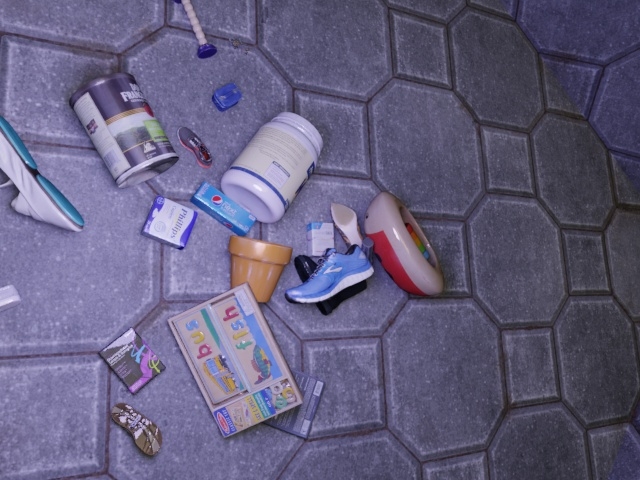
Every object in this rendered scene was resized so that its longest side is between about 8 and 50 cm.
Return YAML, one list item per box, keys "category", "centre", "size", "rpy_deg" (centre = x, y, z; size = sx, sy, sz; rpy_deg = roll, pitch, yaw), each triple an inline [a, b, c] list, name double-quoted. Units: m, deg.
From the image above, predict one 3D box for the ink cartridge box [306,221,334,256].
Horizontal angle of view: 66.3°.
- category: "ink cartridge box"
  centre: [0.000, 0.000, 1.772]
  size: [0.088, 0.052, 0.122]
  rpy_deg: [3, 77, -26]

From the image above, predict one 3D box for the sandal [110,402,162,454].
- category: "sandal"
  centre: [-0.526, 0.537, 1.409]
  size: [0.180, 0.049, 0.072]
  rpy_deg: [41, 58, 2]

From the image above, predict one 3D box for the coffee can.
- category: "coffee can"
  centre: [-0.580, -0.323, 1.460]
  size: [0.201, 0.201, 0.275]
  rpy_deg: [-31, 95, -28]

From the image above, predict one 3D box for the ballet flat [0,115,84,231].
- category: "ballet flat"
  centre: [-0.824, -0.159, 1.360]
  size: [0.139, 0.139, 0.400]
  rpy_deg: [-39, 94, -27]

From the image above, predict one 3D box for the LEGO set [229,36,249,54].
- category: "LEGO set"
  centre: [-0.300, -0.708, 1.781]
  size: [0.083, 0.023, 0.054]
  rpy_deg: [49, 65, -25]

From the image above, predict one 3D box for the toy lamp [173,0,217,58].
- category: "toy lamp"
  centre: [-0.444, -0.770, 1.687]
  size: [0.080, 0.080, 0.275]
  rpy_deg: [-22, 91, -28]

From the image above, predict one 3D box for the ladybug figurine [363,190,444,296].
- category: "ladybug figurine"
  centre: [0.304, 0.033, 1.822]
  size: [0.449, 0.162, 0.305]
  rpy_deg: [57, 22, -6]

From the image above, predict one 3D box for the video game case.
- category: "video game case"
  centre: [-0.131, 0.516, 1.621]
  size: [0.274, 0.026, 0.196]
  rpy_deg: [28, 69, -19]

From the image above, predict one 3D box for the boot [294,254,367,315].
- category: "boot"
  centre: [0.042, 0.116, 1.745]
  size: [0.207, 0.094, 0.246]
  rpy_deg: [-34, 103, -24]

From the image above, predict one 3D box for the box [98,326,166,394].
- category: "box"
  centre: [-0.552, 0.352, 1.439]
  size: [0.116, 0.029, 0.162]
  rpy_deg: [-41, 98, -27]

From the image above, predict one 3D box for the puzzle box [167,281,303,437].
- category: "puzzle box"
  centre: [-0.259, 0.363, 1.496]
  size: [0.272, 0.052, 0.409]
  rpy_deg: [-26, 92, 5]

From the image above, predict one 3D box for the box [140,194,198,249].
- category: "box"
  centre: [-0.472, -0.054, 1.534]
  size: [0.137, 0.072, 0.126]
  rpy_deg: [24, 71, -22]

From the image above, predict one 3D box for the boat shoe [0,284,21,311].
- category: "boat shoe"
  centre: [-0.896, 0.166, 1.285]
  size: [0.184, 0.066, 0.063]
  rpy_deg: [-22, 76, -26]

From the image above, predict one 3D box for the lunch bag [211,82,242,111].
- category: "lunch bag"
  centre: [-0.327, -0.497, 1.697]
  size: [0.098, 0.065, 0.067]
  rpy_deg: [-40, 99, -28]

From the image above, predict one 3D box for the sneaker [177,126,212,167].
- category: "sneaker"
  centre: [-0.408, -0.317, 1.621]
  size: [0.061, 0.065, 0.158]
  rpy_deg: [-45, 101, -26]

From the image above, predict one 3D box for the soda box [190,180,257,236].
- category: "soda box"
  centre: [-0.321, -0.101, 1.619]
  size: [0.210, 0.071, 0.067]
  rpy_deg: [37, 66, -16]

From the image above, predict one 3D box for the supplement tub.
- category: "supplement tub"
  centre: [-0.154, -0.246, 1.639]
  size: [0.235, 0.235, 0.325]
  rpy_deg: [39, 66, -15]

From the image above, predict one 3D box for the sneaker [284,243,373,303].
- category: "sneaker"
  centre: [0.016, 0.107, 1.622]
  size: [0.330, 0.130, 0.147]
  rpy_deg: [-25, 95, -29]

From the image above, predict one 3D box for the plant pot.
- category: "plant pot"
  centre: [-0.207, 0.094, 1.580]
  size: [0.205, 0.205, 0.188]
  rpy_deg: [12, 90, -24]

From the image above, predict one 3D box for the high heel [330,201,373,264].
- category: "high heel"
  centre: [0.106, -0.012, 1.832]
  size: [0.093, 0.186, 0.261]
  rpy_deg: [-27, 59, -17]
